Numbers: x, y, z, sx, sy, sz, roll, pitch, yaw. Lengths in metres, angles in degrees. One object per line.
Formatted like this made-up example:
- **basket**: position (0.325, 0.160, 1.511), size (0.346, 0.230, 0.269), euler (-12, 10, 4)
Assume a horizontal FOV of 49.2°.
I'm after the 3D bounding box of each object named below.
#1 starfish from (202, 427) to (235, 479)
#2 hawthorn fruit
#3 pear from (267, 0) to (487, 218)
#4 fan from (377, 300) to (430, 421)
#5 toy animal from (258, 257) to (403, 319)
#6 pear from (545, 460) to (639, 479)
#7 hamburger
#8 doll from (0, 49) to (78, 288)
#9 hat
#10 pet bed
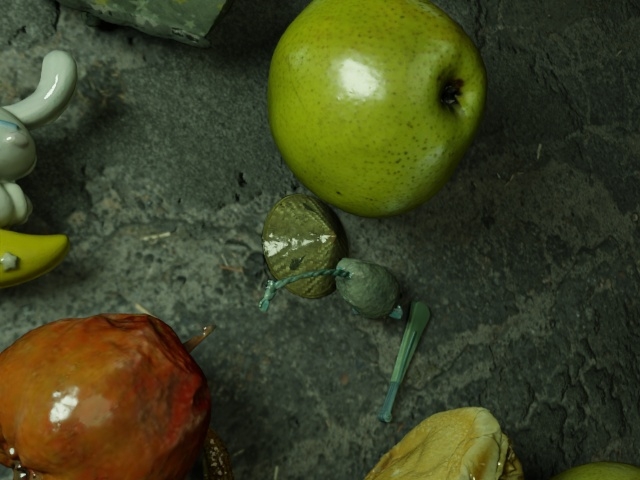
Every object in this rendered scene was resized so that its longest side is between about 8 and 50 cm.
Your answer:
- **starfish**: position (-0.111, 0.312, 0.737), size (0.227, 0.043, 0.240), euler (-14, 97, -62)
- **hawthorn fruit**: position (-0.187, 0.152, 0.670), size (0.243, 0.207, 0.207), euler (-37, 101, -42)
- **pear**: position (0.067, -0.173, 0.879), size (0.294, 0.294, 0.294), euler (11, 72, -35)
- **fan**: position (0.121, 0.173, 1.003), size (0.038, 0.016, 0.193), euler (39, 57, -26)
- **toy animal**: position (0.033, 0.060, 0.909), size (0.253, 0.070, 0.079), euler (11, 79, -48)
- **pear**: position (0.438, 0.478, 0.994), size (0.304, 0.304, 0.303), euler (11, 72, -35)
- **hamburger**: position (0.152, 0.304, 0.879), size (0.214, 0.214, 0.108), euler (-37, 100, -37)
- **doll**: position (-0.343, -0.069, 0.653), size (0.252, 0.111, 0.237), euler (-7, 81, -29)
- **hat**: position (0.000, 0.000, 0.923), size (0.146, 0.067, 0.146), euler (10, 72, -35)
- **pet bed**: position (-0.210, -0.318, 0.803), size (0.211, 0.159, 0.183), euler (10, 46, -37)
